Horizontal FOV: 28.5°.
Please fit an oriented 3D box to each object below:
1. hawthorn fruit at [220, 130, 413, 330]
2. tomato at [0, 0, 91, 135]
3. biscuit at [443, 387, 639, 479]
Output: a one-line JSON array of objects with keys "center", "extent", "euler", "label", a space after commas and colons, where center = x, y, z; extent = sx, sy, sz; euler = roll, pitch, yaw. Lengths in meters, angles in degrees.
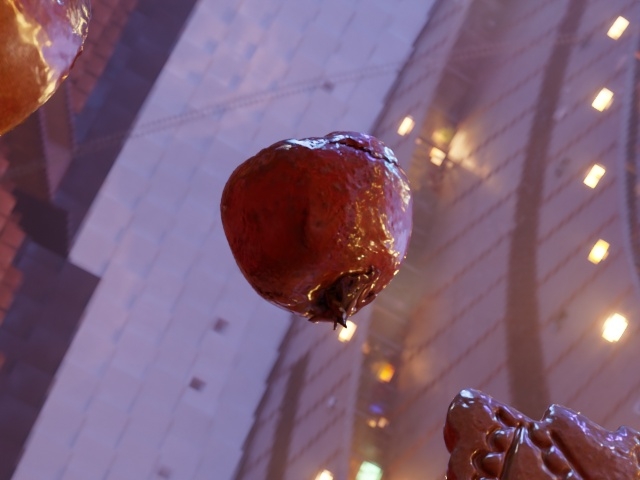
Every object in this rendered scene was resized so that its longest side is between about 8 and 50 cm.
[{"center": [0.000, 0.000, 1.753], "extent": [0.276, 0.276, 0.307], "euler": [-45, -141, 42], "label": "hawthorn fruit"}, {"center": [-0.313, -0.186, 0.790], "extent": [0.143, 0.338, 0.338], "euler": [89, 14, -53], "label": "tomato"}, {"center": [0.249, 0.253, 1.198], "extent": [0.043, 0.306, 0.284], "euler": [107, -28, -47], "label": "biscuit"}]
